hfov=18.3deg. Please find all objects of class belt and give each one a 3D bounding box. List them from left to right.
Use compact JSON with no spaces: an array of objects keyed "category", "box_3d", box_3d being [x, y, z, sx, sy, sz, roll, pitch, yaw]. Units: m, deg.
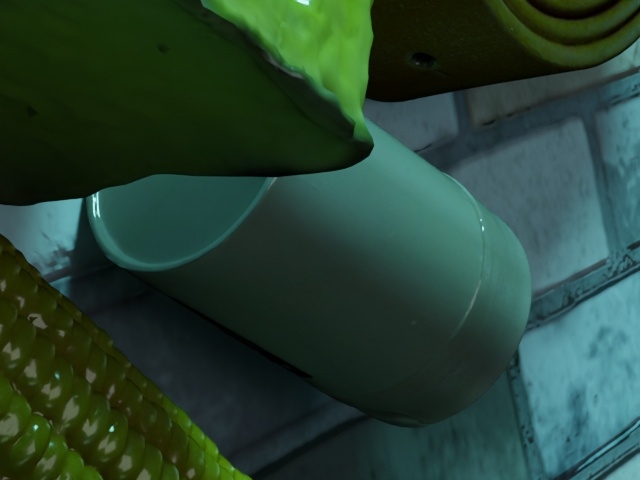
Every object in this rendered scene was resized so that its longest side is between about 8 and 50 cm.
[{"category":"belt","box_3d":[0.105,-0.207,1.008,0.339,0.122,0.217,-53,125,-43]}]

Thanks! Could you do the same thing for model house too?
[{"category":"model house","box_3d":[-0.079,-0.151,0.693,0.175,0.193,0.234,30,62,-45]}]

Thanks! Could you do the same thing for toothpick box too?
[{"category":"toothpick box","box_3d":[0.000,0.000,0.843,0.180,0.111,0.111,34,59,-45]}]

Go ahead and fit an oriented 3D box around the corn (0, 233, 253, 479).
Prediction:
[{"category":"corn","box_3d":[-0.115,0.075,0.667,0.344,0.131,0.131,49,48,-33]}]
